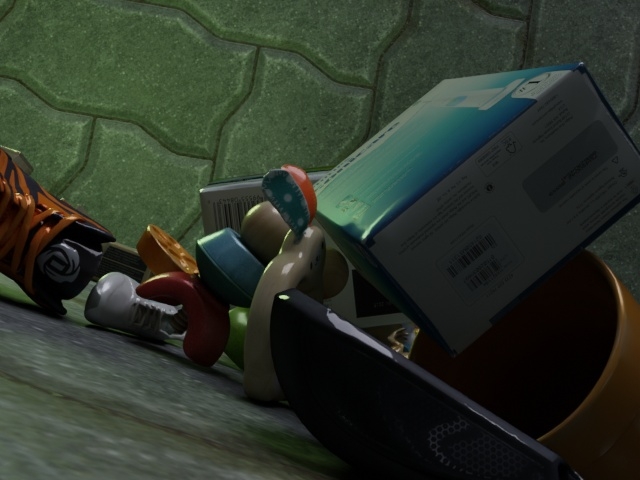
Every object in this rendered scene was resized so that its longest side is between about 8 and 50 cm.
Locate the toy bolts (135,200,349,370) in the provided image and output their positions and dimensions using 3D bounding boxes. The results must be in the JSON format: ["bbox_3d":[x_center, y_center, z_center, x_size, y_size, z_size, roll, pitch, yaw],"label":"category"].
[{"bbox_3d":[-0.084,0.018,0.749,0.218,0.158,0.228,47,1,11],"label":"toy bolts"}]

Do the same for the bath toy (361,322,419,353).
[{"bbox_3d":[0.137,0.148,1.274,0.129,0.151,0.348,17,12,14],"label":"bath toy"}]

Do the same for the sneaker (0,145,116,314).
[{"bbox_3d":[-0.266,-0.027,0.602,0.180,0.124,0.321,36,-4,-2],"label":"sneaker"}]

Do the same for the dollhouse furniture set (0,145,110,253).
[{"bbox_3d":[-0.520,-0.021,1.212,0.212,0.161,0.242,17,-29,25],"label":"dollhouse furniture set"}]

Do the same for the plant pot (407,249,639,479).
[{"bbox_3d":[0.210,0.137,0.636,0.188,0.205,0.205,41,-15,-28],"label":"plant pot"}]

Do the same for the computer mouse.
[{"bbox_3d":[0.071,0.123,0.422,0.272,0.072,0.188,31,-5,17],"label":"computer mouse"}]

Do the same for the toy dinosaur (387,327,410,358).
[{"bbox_3d":[0.088,0.147,0.889,0.183,0.053,0.092,3,15,11],"label":"toy dinosaur"}]

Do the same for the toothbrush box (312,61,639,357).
[{"bbox_3d":[0.118,-0.045,0.680,0.126,0.216,0.295,51,-3,-15],"label":"toothbrush box"}]

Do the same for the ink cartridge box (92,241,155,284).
[{"bbox_3d":[-0.421,0.050,1.511,0.193,0.088,0.234,21,-5,0],"label":"ink cartridge box"}]

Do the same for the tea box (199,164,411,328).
[{"bbox_3d":[0.000,0.000,1.113,0.329,0.220,0.323,-6,7,-4],"label":"tea box"}]

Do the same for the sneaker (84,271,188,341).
[{"bbox_3d":[-0.177,0.070,0.724,0.061,0.053,0.152,21,-6,19],"label":"sneaker"}]

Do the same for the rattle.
[{"bbox_3d":[0.014,0.042,0.595,0.143,0.199,0.130,9,-9,34],"label":"rattle"}]
